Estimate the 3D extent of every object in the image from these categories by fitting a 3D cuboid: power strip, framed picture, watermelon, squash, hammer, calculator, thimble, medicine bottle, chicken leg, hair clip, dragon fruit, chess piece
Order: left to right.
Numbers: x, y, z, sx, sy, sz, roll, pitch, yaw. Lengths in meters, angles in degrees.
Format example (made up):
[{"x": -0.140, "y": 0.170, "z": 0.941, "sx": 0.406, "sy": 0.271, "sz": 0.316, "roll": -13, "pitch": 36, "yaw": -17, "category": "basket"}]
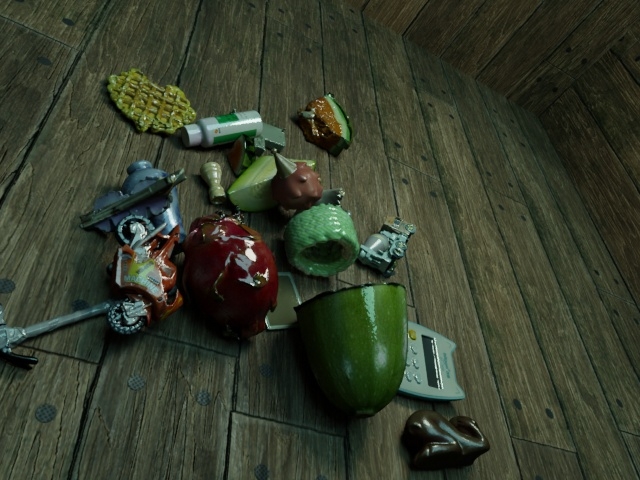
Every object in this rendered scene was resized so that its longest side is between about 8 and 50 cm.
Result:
[{"x": -0.502, "y": 0.147, "z": 1.211, "sx": 0.427, "sy": 0.044, "sz": 0.152, "roll": -21, "pitch": 69, "yaw": -49, "category": "hammer"}, {"x": -0.453, "y": -0.091, "z": 1.332, "sx": 0.084, "sy": 0.292, "sz": 0.106, "roll": -29, "pitch": 95, "yaw": -80, "category": "hair clip"}, {"x": -0.319, "y": -0.171, "z": 1.649, "sx": 0.066, "sy": 0.066, "sz": 0.122, "roll": 3, "pitch": 55, "yaw": -38, "category": "chess piece"}, {"x": -0.317, "y": -0.357, "z": 1.774, "sx": 0.260, "sy": 0.095, "sz": 0.095, "roll": -19, "pitch": 66, "yaw": -33, "category": "medicine bottle"}, {"x": -0.260, "y": -0.015, "z": 1.548, "sx": 0.105, "sy": 0.063, "sz": 0.233, "roll": 16, "pitch": 45, "yaw": -18, "category": "chicken leg"}, {"x": -0.220, "y": 0.085, "z": 1.358, "sx": 0.250, "sy": 0.250, "sz": 0.315, "roll": 7, "pitch": 72, "yaw": -35, "category": "dragon fruit"}, {"x": -0.265, "y": -0.267, "z": 1.792, "sx": 0.094, "sy": 0.125, "sz": 0.135, "roll": 10, "pitch": 60, "yaw": 8, "category": "watermelon"}, {"x": -0.219, "y": -0.364, "z": 1.919, "sx": 0.216, "sy": 0.061, "sz": 0.145, "roll": 14, "pitch": 49, "yaw": -28, "category": "power strip"}, {"x": -0.147, "y": -0.161, "z": 1.737, "sx": 0.203, "sy": 0.111, "sz": 0.288, "roll": 9, "pitch": 34, "yaw": 11, "category": "squash"}, {"x": -0.115, "y": 0.167, "z": 1.536, "sx": 0.142, "sy": 0.011, "sz": 0.183, "roll": 2, "pitch": 52, "yaw": -38, "category": "framed picture"}, {"x": 0.000, "y": 0.000, "z": 1.639, "sx": 0.219, "sy": 0.219, "sz": 0.150, "roll": 15, "pitch": 43, "yaw": -29, "category": "thimble"}, {"x": 0.110, "y": 0.293, "z": 1.415, "sx": 0.310, "sy": 0.310, "sz": 0.308, "roll": 2, "pitch": 67, "yaw": -38, "category": "squash"}, {"x": 0.249, "y": 0.345, "z": 1.635, "sx": 0.386, "sy": 0.054, "sz": 0.256, "roll": 22, "pitch": 42, "yaw": -20, "category": "calculator"}]

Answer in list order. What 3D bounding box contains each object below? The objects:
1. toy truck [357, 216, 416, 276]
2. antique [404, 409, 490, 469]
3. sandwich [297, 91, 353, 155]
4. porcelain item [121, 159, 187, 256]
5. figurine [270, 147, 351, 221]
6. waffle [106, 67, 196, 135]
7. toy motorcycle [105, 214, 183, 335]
[{"x": 0.225, "y": 0.013, "z": 1.894, "sx": 0.140, "sy": 0.108, "sz": 0.256, "roll": 29, "pitch": 41, "yaw": 6, "category": "toy truck"}, {"x": 0.339, "y": 0.531, "z": 1.484, "sx": 0.257, "sy": 0.121, "sz": 0.143, "roll": 8, "pitch": 39, "yaw": -25, "category": "antique"}, {"x": 0.021, "y": -0.454, "z": 2.173, "sx": 0.212, "sy": 0.109, "sz": 0.292, "roll": -14, "pitch": 60, "yaw": -39, "category": "sandwich"}, {"x": -0.428, "y": -0.085, "z": 1.428, "sx": 0.141, "sy": 0.141, "sz": 0.259, "roll": -11, "pitch": 70, "yaw": -45, "category": "porcelain item"}, {"x": -0.053, "y": -0.153, "z": 1.706, "sx": 0.387, "sy": 0.207, "sz": 0.166, "roll": 40, "pitch": 34, "yaw": -38, "category": "figurine"}, {"x": -0.532, "y": -0.441, "z": 1.741, "sx": 0.291, "sy": 0.051, "sz": 0.291, "roll": 21, "pitch": 42, "yaw": -21, "category": "waffle"}, {"x": -0.397, "y": 0.079, "z": 1.253, "sx": 0.171, "sy": 0.089, "sz": 0.298, "roll": 9, "pitch": 58, "yaw": -24, "category": "toy motorcycle"}]
